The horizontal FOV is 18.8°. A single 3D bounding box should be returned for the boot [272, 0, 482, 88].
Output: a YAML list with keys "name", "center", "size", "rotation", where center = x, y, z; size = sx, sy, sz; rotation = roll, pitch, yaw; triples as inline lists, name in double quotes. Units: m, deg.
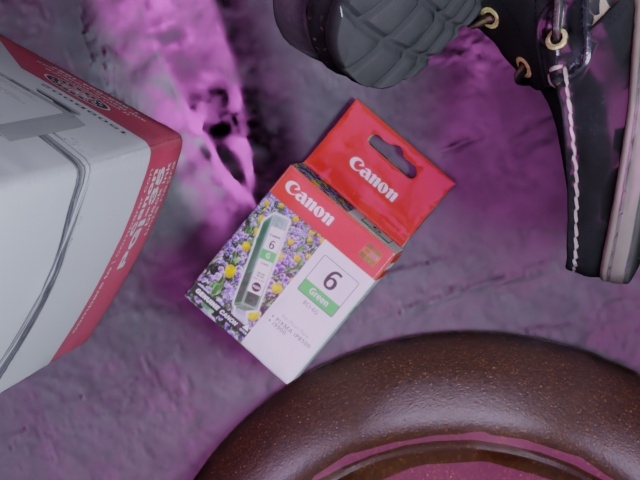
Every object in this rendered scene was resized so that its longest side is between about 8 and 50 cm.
- name: "boot"
  center: [-0.002, -0.228, 0.753]
  size: [0.222, 0.118, 0.338]
  rotation: [19, 69, 17]

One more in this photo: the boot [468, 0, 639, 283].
- name: "boot"
  center: [0.058, -0.101, 0.810]
  size: [0.178, 0.085, 0.236]
  rotation: [1, 87, 10]

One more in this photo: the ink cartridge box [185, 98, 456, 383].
- name: "ink cartridge box"
  center: [0.000, 0.000, 0.856]
  size: [0.063, 0.029, 0.115]
  rotation: [41, 101, 5]

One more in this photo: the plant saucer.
- name: "plant saucer"
  center: [0.066, 0.197, 0.853]
  size: [0.310, 0.050, 0.311]
  rotation: [1, 95, 10]

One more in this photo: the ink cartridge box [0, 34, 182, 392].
- name: "ink cartridge box"
  center: [-0.192, -0.030, 0.754]
  size: [0.207, 0.283, 0.117]
  rotation: [29, 99, 4]
